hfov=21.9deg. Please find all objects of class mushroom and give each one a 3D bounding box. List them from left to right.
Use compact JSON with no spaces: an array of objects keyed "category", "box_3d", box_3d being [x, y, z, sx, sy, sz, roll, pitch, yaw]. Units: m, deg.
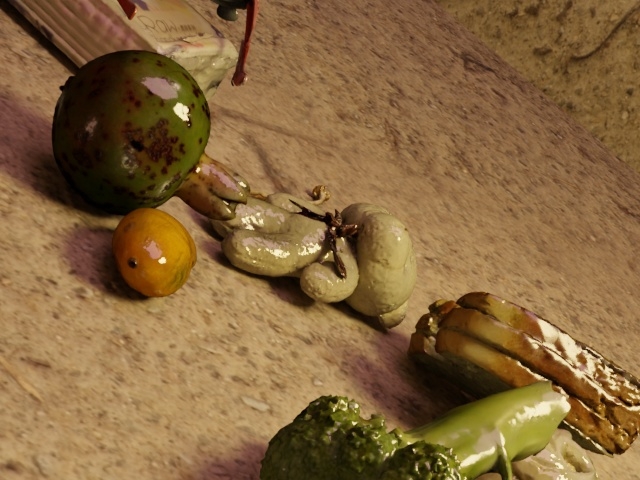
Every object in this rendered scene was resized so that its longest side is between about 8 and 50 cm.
[{"category":"mushroom","box_3d":[-0.060,-0.058,2.219,0.028,0.026,0.286,28,16,26]}]

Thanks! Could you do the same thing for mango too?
[{"category":"mango","box_3d":[-0.178,0.010,1.787,0.098,0.075,0.190,55,13,-3]}]

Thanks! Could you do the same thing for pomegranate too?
[{"category":"pomegranate","box_3d":[-0.189,-0.107,1.869,0.248,0.202,0.202,33,20,-6]}]

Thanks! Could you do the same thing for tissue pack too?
[{"category":"tissue pack","box_3d":[-0.292,-0.319,2.262,0.344,0.125,0.242,44,19,13]}]

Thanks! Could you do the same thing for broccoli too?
[{"category":"broccoli","box_3d":[0.069,0.236,1.565,0.254,0.186,0.302,1,3,28]}]

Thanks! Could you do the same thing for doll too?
[{"category":"doll","box_3d":[0.002,0.003,2.033,0.278,0.149,0.175,9,64,-29]}]

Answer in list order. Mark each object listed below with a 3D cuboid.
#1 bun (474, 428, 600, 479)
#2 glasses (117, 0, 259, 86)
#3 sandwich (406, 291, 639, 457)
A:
[{"category":"bun","box_3d":[0.238,0.275,1.806,0.178,0.128,0.193,18,29,-44]},{"category":"glasses","box_3d":[-0.190,-0.311,2.184,0.234,0.118,0.268,33,40,-24]},{"category":"sandwich","box_3d":[0.237,0.154,1.965,0.249,0.095,0.273,34,-10,-6]}]
